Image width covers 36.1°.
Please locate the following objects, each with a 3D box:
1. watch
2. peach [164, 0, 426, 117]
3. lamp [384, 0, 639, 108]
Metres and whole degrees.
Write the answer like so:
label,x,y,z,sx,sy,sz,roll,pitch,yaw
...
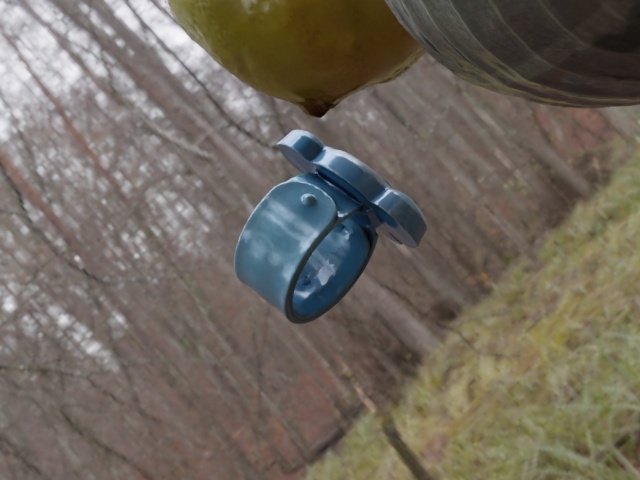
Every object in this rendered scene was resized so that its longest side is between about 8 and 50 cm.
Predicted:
label,x,y,z,sx,sy,sz,roll,pitch,yaw
watch,0.000,0.000,1.147,0.193,0.211,0.211,-51,-4,-7
peach,0.001,-0.306,0.994,0.314,0.316,0.281,-28,-1,28
lamp,0.141,-0.172,0.398,0.265,0.233,0.233,-20,-5,-1
